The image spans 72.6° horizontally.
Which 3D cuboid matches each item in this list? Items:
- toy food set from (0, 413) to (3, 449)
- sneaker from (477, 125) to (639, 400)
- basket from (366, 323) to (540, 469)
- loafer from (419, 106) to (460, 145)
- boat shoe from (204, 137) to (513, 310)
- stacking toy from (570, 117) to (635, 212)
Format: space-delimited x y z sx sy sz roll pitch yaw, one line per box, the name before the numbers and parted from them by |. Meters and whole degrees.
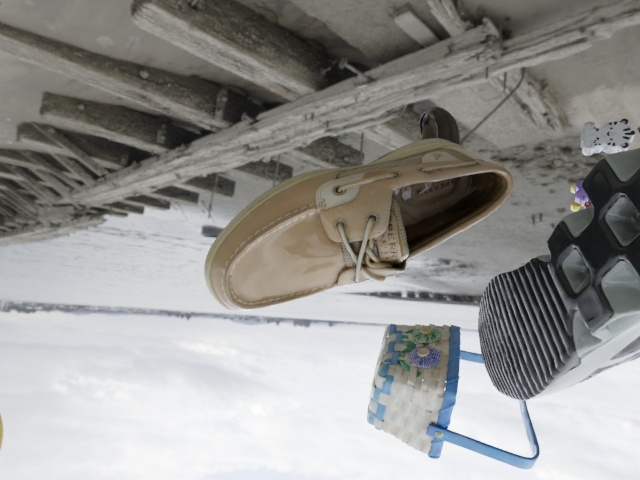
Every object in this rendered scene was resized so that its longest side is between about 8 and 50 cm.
toy food set | -0.323 0.143 0.277 0.071 0.128 0.218 17 160 49
sneaker | 0.248 0.051 0.364 0.146 0.122 0.330 0 148 -8
basket | 0.244 0.284 0.825 0.288 0.201 0.255 15 -156 9
loafer | 0.198 -0.143 0.755 0.078 0.220 0.080 -3 151 -4
boat shoe | 0.045 -0.018 0.456 0.341 0.122 0.110 -28 -149 -15
stacking toy | 0.343 -0.015 0.539 0.052 0.221 0.167 3 160 27
